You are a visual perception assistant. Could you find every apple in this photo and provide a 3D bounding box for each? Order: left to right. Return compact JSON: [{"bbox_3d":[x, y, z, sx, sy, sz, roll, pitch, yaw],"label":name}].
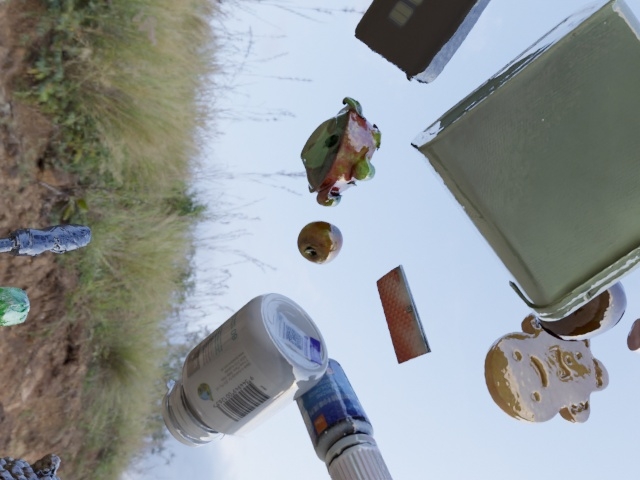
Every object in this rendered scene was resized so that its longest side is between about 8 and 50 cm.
[{"bbox_3d":[0.000,0.000,1.218,0.114,0.102,0.099,-7,-57,42],"label":"apple"}]

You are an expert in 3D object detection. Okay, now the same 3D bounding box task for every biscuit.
[{"bbox_3d":[0.547,0.307,1.201,0.052,0.355,0.275,131,-51,-57],"label":"biscuit"}]

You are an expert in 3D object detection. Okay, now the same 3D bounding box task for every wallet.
[{"bbox_3d":[0.175,0.161,1.084,0.103,0.020,0.196,-43,-124,52],"label":"wallet"}]

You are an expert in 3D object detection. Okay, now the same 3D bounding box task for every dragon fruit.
[{"bbox_3d":[0.042,-0.219,1.264,0.268,0.130,0.295,-63,-156,5],"label":"dragon fruit"}]

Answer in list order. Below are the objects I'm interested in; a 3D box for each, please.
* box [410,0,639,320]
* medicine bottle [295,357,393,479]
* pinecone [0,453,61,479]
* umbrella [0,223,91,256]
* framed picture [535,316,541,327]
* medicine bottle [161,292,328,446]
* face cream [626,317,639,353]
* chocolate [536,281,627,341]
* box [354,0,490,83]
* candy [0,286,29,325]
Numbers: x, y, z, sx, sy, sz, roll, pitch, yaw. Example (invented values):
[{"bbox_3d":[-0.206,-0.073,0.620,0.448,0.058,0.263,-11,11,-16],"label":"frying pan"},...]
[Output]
[{"bbox_3d":[0.377,-0.117,0.763,0.344,0.352,0.177,50,13,-11],"label":"box"},{"bbox_3d":[0.026,0.250,0.651,0.203,0.083,0.083,-123,-144,-51],"label":"medicine bottle"},{"bbox_3d":[-0.508,0.463,0.744,0.298,0.296,0.242,46,-8,-28],"label":"pinecone"},{"bbox_3d":[-0.564,0.007,0.977,0.071,0.248,0.071,4,-80,21],"label":"umbrella"},{"bbox_3d":[0.561,0.020,1.124,0.324,0.244,0.013,65,-7,-26],"label":"framed picture"},{"bbox_3d":[-0.107,0.178,0.653,0.215,0.135,0.135,-40,-119,20],"label":"medicine bottle"},{"bbox_3d":[0.804,0.236,1.135,0.057,0.198,0.084,-135,-120,-79],"label":"face cream"},{"bbox_3d":[0.511,0.122,1.000,0.177,0.177,0.176,23,-62,53],"label":"chocolate"},{"bbox_3d":[0.272,-0.613,1.290,0.350,0.091,0.359,-53,-133,20],"label":"box"},{"bbox_3d":[-0.790,0.157,1.039,0.097,0.323,0.097,7,-80,45],"label":"candy"}]
